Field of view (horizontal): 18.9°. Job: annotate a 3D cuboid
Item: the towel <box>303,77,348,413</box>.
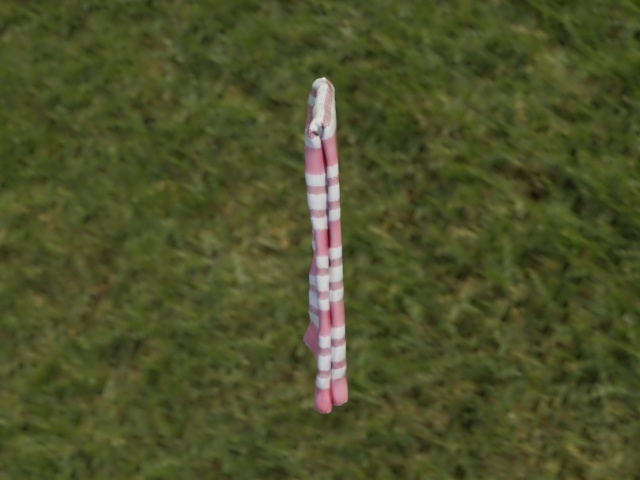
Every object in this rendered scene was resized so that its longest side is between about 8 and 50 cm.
[{"bbox_3d":[0.000,0.000,1.265,0.029,0.144,0.197,-3,104,0],"label":"towel"}]
